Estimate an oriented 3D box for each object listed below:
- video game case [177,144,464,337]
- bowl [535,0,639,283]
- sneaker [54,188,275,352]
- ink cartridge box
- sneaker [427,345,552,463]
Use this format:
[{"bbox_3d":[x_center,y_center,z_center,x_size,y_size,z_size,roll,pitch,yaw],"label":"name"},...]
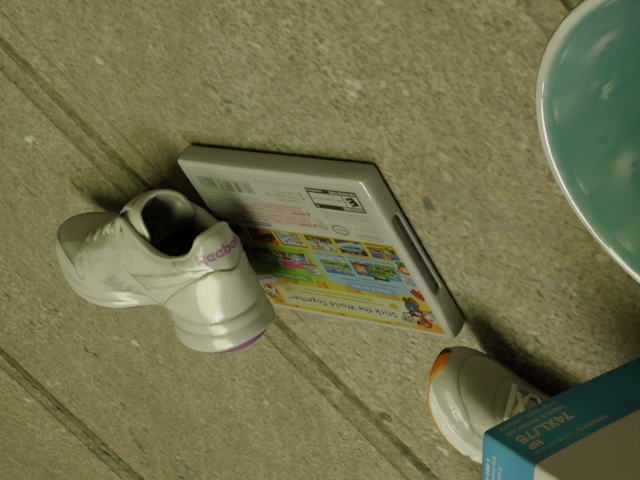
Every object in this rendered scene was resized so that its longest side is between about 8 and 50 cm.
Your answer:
[{"bbox_3d":[0.000,0.000,1.590,0.227,0.026,0.206,8,142,41],"label":"video game case"},{"bbox_3d":[0.294,-0.078,0.971,0.311,0.163,0.311,28,150,18],"label":"bowl"},{"bbox_3d":[-0.160,0.000,1.687,0.305,0.114,0.152,18,135,46],"label":"sneaker"},{"bbox_3d":[0.283,0.252,1.353,0.270,0.197,0.198,29,128,45],"label":"ink cartridge box"},{"bbox_3d":[0.214,0.172,1.564,0.262,0.099,0.121,38,146,-22],"label":"sneaker"}]
